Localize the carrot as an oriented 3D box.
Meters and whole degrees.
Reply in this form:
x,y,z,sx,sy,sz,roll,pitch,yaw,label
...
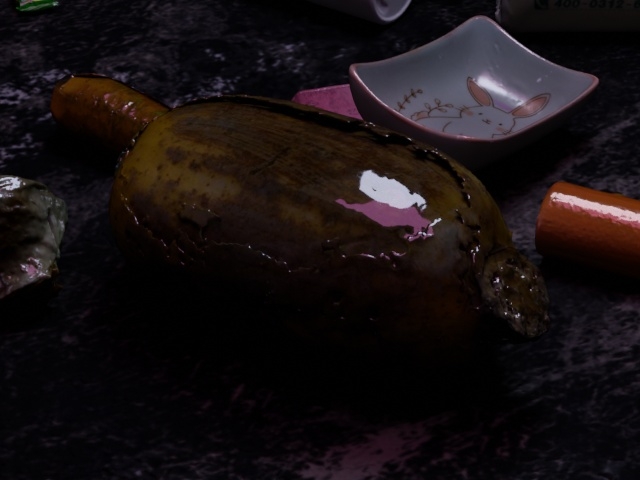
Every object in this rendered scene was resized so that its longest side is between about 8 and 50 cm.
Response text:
x,y,z,sx,sy,sz,roll,pitch,yaw,label
-0.141,-0.089,1.722,0.260,0.070,0.070,26,45,32,carrot

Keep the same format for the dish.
x,y,z,sx,sy,sz,roll,pitch,yaw,label
0.133,-0.120,1.711,0.151,0.077,0.212,33,38,28,dish

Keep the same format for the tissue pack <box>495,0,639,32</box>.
x,y,z,sx,sy,sz,roll,pitch,yaw,label
0.365,-0.367,1.877,0.380,0.297,0.207,3,37,5,tissue pack

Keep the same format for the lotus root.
x,y,z,sx,sy,sz,roll,pitch,yaw,label
0.000,0.000,1.509,0.397,0.179,0.196,17,57,29,lotus root

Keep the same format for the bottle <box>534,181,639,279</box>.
x,y,z,sx,sy,sz,roll,pitch,yaw,label
0.276,0.003,1.573,0.187,0.069,0.069,16,40,21,bottle

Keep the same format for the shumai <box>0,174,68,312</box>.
x,y,z,sx,sy,sz,roll,pitch,yaw,label
-0.257,0.011,1.570,0.099,0.124,0.087,-26,57,12,shumai

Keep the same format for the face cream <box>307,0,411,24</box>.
x,y,z,sx,sy,sz,roll,pitch,yaw,label
-0.061,-0.321,2.004,0.345,0.102,0.102,23,43,30,face cream

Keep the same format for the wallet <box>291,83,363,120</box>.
x,y,z,sx,sy,sz,roll,pitch,yaw,label
0.051,-0.077,1.727,0.119,0.025,0.232,-8,37,-8,wallet

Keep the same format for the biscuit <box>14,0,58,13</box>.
x,y,z,sx,sy,sz,roll,pitch,yaw,label
-0.312,-0.267,2.015,0.046,0.016,0.089,-13,37,-14,biscuit
